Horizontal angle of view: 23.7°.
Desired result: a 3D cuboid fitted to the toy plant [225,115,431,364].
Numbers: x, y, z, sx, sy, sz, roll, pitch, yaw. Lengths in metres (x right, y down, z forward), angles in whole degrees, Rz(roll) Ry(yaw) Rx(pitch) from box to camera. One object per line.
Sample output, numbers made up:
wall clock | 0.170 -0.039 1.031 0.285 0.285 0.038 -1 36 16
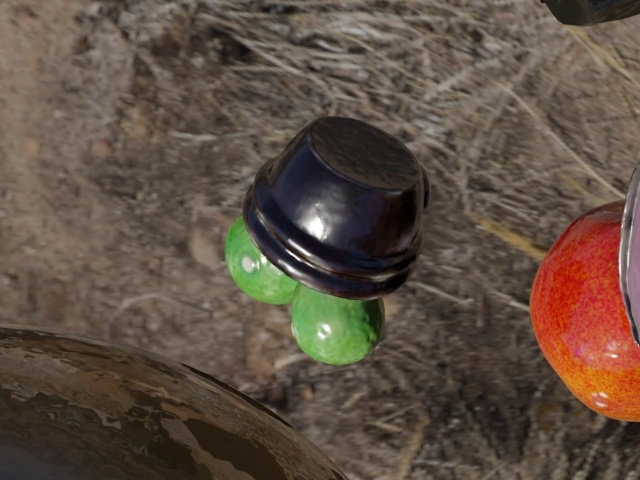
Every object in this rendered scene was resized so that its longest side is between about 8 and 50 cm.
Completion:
toy plant | 0.000 0.000 1.483 0.218 0.175 0.235 54 135 37

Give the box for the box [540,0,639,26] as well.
box | 0.143 -0.191 0.787 0.111 0.111 0.177 -24 103 21

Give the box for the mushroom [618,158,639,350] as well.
mushroom | 0.301 0.012 1.183 0.141 0.117 0.188 37 139 51

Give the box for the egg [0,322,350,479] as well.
egg | -0.129 0.183 0.609 0.374 0.301 0.301 10 91 36

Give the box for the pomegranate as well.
pomegranate | 0.318 0.077 1.495 0.221 0.256 0.220 -13 47 15
